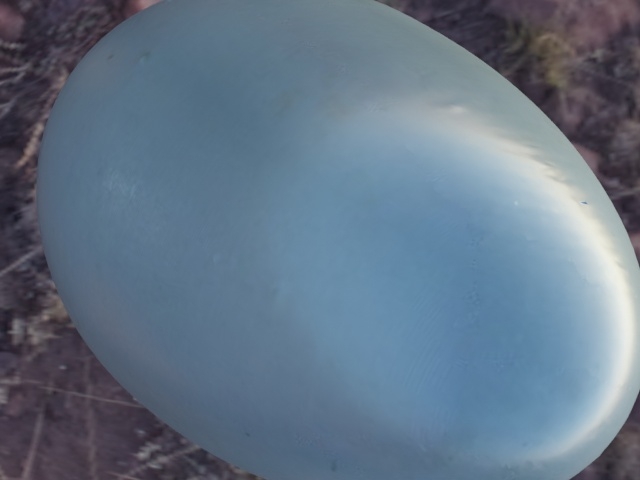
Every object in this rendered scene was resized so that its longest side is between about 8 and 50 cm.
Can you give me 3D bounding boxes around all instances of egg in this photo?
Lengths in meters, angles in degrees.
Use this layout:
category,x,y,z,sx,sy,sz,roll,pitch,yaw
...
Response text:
category,x,y,z,sx,sy,sz,roll,pitch,yaw
egg,0.000,0.000,0.735,0.230,0.371,0.230,-15,119,-29
